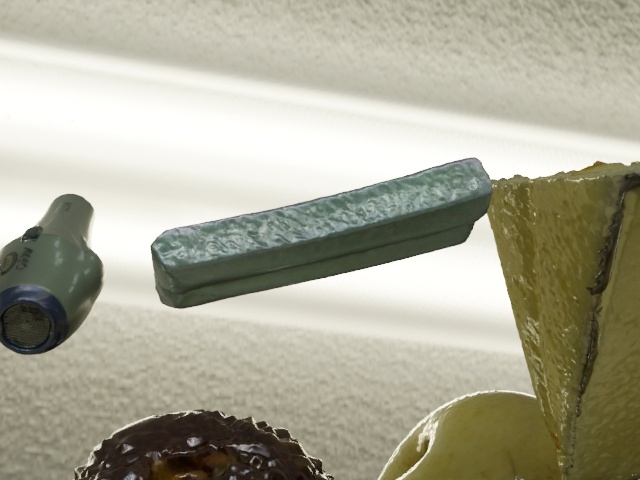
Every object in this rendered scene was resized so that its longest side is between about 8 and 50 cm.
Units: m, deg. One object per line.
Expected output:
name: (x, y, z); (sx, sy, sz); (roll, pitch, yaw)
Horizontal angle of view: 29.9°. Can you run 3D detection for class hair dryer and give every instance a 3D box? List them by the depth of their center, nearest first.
hair dryer: (-0.220, 0.019, 0.738); (0.199, 0.167, 0.067); (-3, -68, 14)

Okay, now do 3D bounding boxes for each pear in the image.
pear: (0.200, 0.342, 1.309); (0.348, 0.348, 0.348); (-3, -56, -4)

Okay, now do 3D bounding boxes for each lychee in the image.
lychee: (-0.103, 0.286, 1.076); (0.267, 0.267, 0.267); (-3, -56, -4)

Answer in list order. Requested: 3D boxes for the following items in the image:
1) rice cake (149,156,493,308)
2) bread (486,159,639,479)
rice cake: (0.001, -0.001, 0.779); (0.221, 0.042, 0.080); (-14, -25, -11)
bread: (0.334, 0.083, 1.004); (0.345, 0.242, 0.405); (-19, -75, -23)
